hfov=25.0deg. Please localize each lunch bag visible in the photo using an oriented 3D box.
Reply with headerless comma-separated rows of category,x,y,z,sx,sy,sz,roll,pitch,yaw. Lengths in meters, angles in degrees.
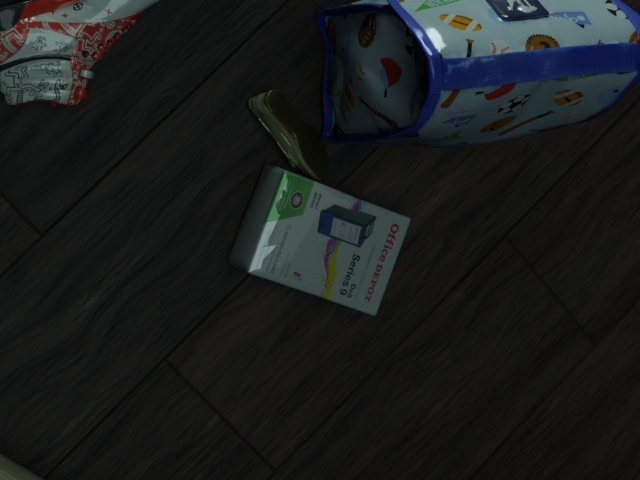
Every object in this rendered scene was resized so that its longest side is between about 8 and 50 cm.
lunch bag,0.208,-0.243,1.927,0.328,0.385,0.239,-8,99,-19

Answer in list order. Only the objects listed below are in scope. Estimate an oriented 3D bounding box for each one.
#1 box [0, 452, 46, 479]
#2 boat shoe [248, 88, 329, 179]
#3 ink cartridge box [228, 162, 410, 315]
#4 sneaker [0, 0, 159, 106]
box,-0.426,0.379,1.933,0.311,0.121,0.148,35,85,-22
boat shoe,-0.043,-0.147,2.037,0.153,0.048,0.056,50,50,-27
ink cartridge box,0.000,0.000,2.049,0.212,0.093,0.154,21,91,-25
sneaker,-0.303,-0.262,1.891,0.270,0.090,0.145,-17,106,-14
